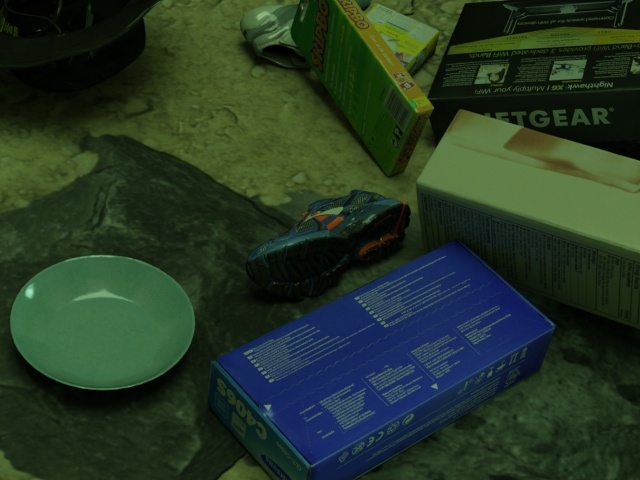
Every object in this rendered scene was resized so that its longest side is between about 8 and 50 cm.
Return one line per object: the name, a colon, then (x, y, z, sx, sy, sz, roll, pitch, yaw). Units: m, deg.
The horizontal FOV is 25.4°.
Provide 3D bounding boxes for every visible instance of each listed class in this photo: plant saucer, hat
plant saucer: (-0.231, 0.095, 1.511, 0.195, 0.037, 0.195, 5, 43, -4)
hat: (-0.314, -0.272, 1.812, 0.331, 0.134, 0.331, -9, 40, 7)

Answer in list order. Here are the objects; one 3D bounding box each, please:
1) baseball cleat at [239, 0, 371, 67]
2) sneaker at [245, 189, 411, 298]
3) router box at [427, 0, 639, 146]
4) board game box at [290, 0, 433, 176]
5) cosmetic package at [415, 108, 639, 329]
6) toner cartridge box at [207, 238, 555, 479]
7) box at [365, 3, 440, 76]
baseball cleat: (-0.007, -0.289, 1.947, 0.206, 0.072, 0.109, -19, 64, -21)
sneaker: (0.000, 0.000, 1.637, 0.221, 0.083, 0.087, -21, 38, -36)
router box: (0.315, -0.226, 1.840, 0.308, 0.081, 0.243, 0, 39, 23)
board game box: (0.046, -0.217, 1.792, 0.039, 0.124, 0.259, -21, 63, -30)
cosmetic package: (0.270, -0.023, 1.601, 0.296, 0.153, 0.129, 20, 59, 21)
toner cartridge box: (0.068, 0.132, 1.501, 0.347, 0.075, 0.165, -24, 52, -31)
box: (0.077, -0.249, 1.926, 0.105, 0.043, 0.179, 27, 44, 17)
